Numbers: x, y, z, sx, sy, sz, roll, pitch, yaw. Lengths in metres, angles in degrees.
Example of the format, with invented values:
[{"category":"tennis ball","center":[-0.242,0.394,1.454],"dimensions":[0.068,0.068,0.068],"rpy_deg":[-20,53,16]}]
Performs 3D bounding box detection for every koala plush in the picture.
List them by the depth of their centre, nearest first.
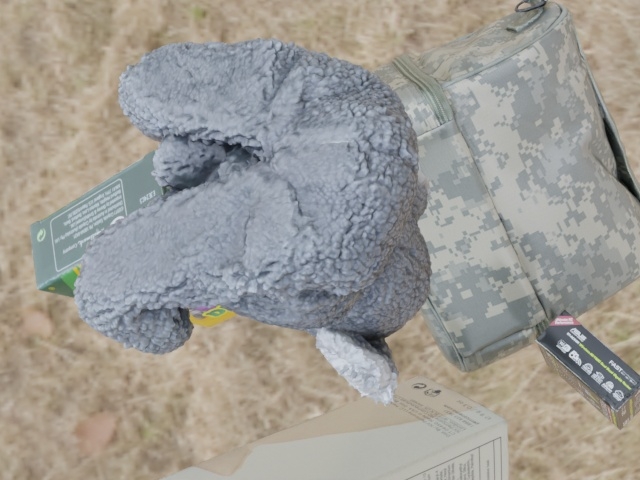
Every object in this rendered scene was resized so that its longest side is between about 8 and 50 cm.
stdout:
[{"category":"koala plush","center":[0.000,0.000,0.793],"dimensions":[0.203,0.221,0.196],"rpy_deg":[-4,63,30]}]

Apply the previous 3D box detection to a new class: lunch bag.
[{"category":"lunch bag","center":[0.177,-0.056,1.245],"dimensions":[0.256,0.212,0.305],"rpy_deg":[-26,108,3]}]

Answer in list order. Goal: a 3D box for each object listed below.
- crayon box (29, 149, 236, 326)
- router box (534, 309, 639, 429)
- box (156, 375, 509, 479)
[{"category":"crayon box","center":[-0.133,0.012,1.439],"dimensions":[0.203,0.323,0.083],"rpy_deg":[-27,63,32]},{"category":"router box","center":[0.240,0.115,1.121],"dimensions":[0.038,0.122,0.092],"rpy_deg":[-46,69,-1]},{"category":"box","center":[0.006,0.239,1.073],"dimensions":[0.121,0.311,0.147],"rpy_deg":[24,123,50]}]
